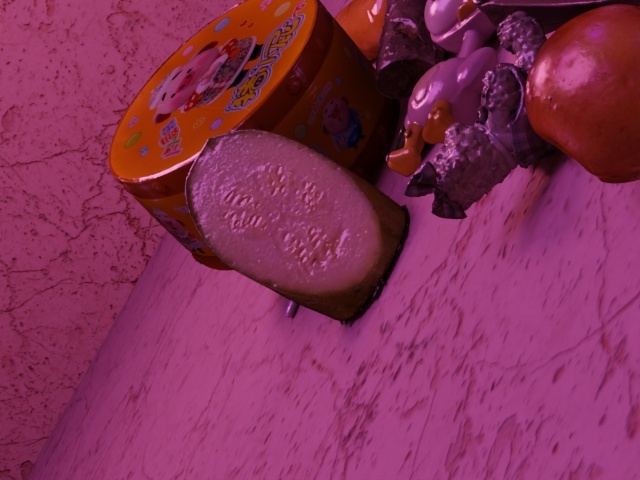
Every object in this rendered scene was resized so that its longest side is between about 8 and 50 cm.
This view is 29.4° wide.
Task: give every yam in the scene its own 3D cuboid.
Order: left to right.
[{"bbox_3d":[0.134,-0.282,1.726,0.107,0.107,0.183,-46,23,50],"label":"yam"}]

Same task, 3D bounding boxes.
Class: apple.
[{"bbox_3d":[0.227,-0.111,0.948,0.146,0.147,0.146,-57,14,23],"label":"apple"}]

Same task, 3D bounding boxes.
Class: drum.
[{"bbox_3d":[-0.105,-0.172,1.862,0.431,0.214,0.431,-30,32,21],"label":"drum"}]

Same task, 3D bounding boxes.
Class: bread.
[{"bbox_3d":[0.083,-0.382,2.154,0.142,0.091,0.305,-60,13,-15],"label":"bread"}]

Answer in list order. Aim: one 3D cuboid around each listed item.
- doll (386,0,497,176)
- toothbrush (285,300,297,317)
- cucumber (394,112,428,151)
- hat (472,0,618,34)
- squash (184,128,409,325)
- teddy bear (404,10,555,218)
[{"bbox_3d":[0.174,-0.232,1.499,0.160,0.094,0.365,-41,26,50],"label":"doll"},{"bbox_3d":[0.000,0.000,1.854,0.257,0.024,0.018,-67,14,-13],"label":"toothbrush"},{"bbox_3d":[0.133,-0.143,1.594,0.067,0.035,0.107,-24,-39,-57],"label":"cucumber"},{"bbox_3d":[0.287,-0.276,1.232,0.245,0.149,0.214,31,82,41],"label":"hat"},{"bbox_3d":[-0.041,-0.028,1.548,0.189,0.261,0.189,-55,13,20],"label":"squash"},{"bbox_3d":[0.185,-0.105,1.194,0.213,0.111,0.133,-58,-31,-13],"label":"teddy bear"}]
